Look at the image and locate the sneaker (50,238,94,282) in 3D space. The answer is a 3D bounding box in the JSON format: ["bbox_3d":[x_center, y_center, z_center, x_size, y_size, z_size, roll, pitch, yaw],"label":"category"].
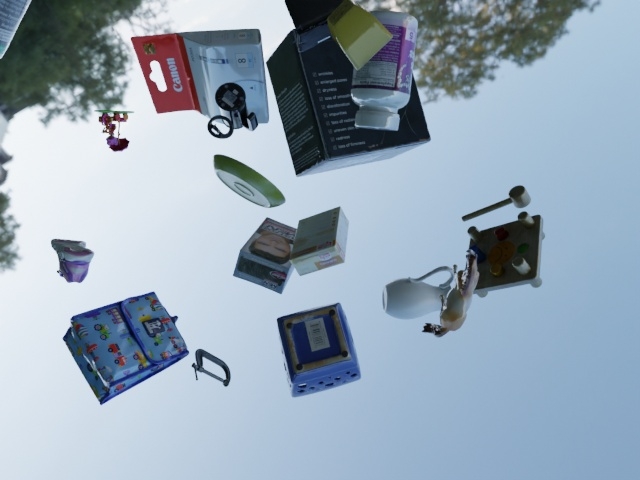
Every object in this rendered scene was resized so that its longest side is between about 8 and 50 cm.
[{"bbox_3d":[-0.705,0.058,1.461,0.095,0.105,0.236,3,-169,-35],"label":"sneaker"}]

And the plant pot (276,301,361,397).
[{"bbox_3d":[-0.009,0.324,1.580,0.235,0.212,0.236,-14,-115,-4],"label":"plant pot"}]

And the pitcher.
[{"bbox_3d":[0.298,0.154,1.569,0.206,0.178,0.126,0,-153,-4],"label":"pitcher"}]

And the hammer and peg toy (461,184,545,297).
[{"bbox_3d":[0.594,0.009,1.694,0.265,0.127,0.362,-20,-141,43],"label":"hammer and peg toy"}]

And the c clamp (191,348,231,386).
[{"bbox_3d":[-0.313,0.376,1.491,0.022,0.160,0.137,-42,-139,10],"label":"c clamp"}]

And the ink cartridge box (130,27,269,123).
[{"bbox_3d":[-0.363,-0.498,1.627,0.384,0.308,0.091,-5,-123,-3],"label":"ink cartridge box"}]

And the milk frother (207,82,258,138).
[{"bbox_3d":[-0.260,-0.344,1.458,0.143,0.135,0.129,-34,-96,-8],"label":"milk frother"}]

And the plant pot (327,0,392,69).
[{"bbox_3d":[0.058,-0.361,0.887,0.081,0.083,0.082,-40,-144,16],"label":"plant pot"}]

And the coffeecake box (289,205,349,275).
[{"bbox_3d":[0.000,0.000,1.481,0.142,0.068,0.186,-18,-146,21],"label":"coffeecake box"}]

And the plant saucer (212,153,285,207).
[{"bbox_3d":[-0.211,-0.158,1.475,0.240,0.241,0.037,19,-106,42],"label":"plant saucer"}]

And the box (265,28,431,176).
[{"bbox_3d":[0.105,-0.535,1.984,0.479,0.473,0.297,-15,-179,-27],"label":"box"}]

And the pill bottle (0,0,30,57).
[{"bbox_3d":[-0.648,-0.558,1.000,0.361,0.204,0.204,-55,-141,10],"label":"pill bottle"}]

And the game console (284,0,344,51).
[{"bbox_3d":[-0.008,-0.472,1.088,0.122,0.107,0.071,-28,-98,-7],"label":"game console"}]

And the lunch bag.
[{"bbox_3d":[-0.528,0.283,1.471,0.293,0.138,0.221,-22,-110,-48],"label":"lunch bag"}]

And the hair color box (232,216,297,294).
[{"bbox_3d":[-0.176,0.045,1.938,0.185,0.114,0.374,20,-158,1],"label":"hair color box"}]

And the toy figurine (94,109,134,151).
[{"bbox_3d":[-0.800,-0.424,2.016,0.129,0.160,0.173,4,-168,15],"label":"toy figurine"}]

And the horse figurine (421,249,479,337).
[{"bbox_3d":[0.321,0.133,1.229,0.066,0.264,0.174,21,-163,3],"label":"horse figurine"}]

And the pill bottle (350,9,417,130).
[{"bbox_3d":[0.173,-0.465,1.447,0.169,0.302,0.169,5,-169,-1],"label":"pill bottle"}]
